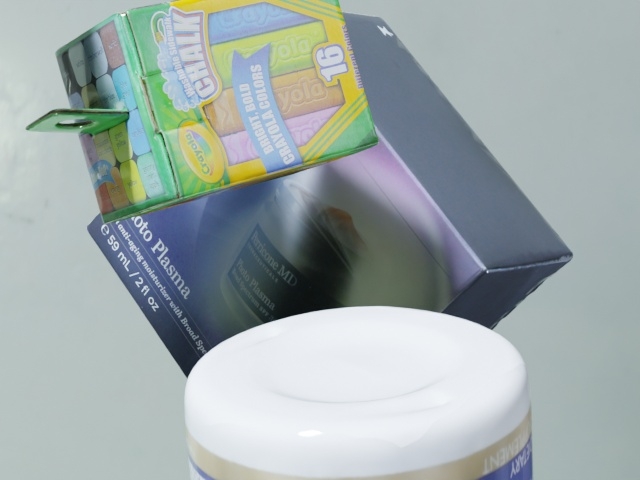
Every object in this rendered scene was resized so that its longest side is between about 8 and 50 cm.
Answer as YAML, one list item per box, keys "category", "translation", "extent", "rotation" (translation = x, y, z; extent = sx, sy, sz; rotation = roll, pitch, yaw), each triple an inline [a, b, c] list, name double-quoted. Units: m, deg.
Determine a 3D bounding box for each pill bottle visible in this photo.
- category: "pill bottle"
  translation: [0.015, 0.112, 0.432]
  extent: [0.094, 0.094, 0.169]
  rotation: [-4, 108, 1]

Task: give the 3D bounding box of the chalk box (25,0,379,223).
- category: "chalk box"
  translation: [-0.092, -0.092, 1.045]
  extent: [0.213, 0.132, 0.132]
  rotation: [-18, 93, -29]

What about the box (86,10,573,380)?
- category: "box"
  translation: [0.000, 0.000, 1.328]
  extent: [0.294, 0.183, 0.296]
  rotation: [-46, 69, 25]
